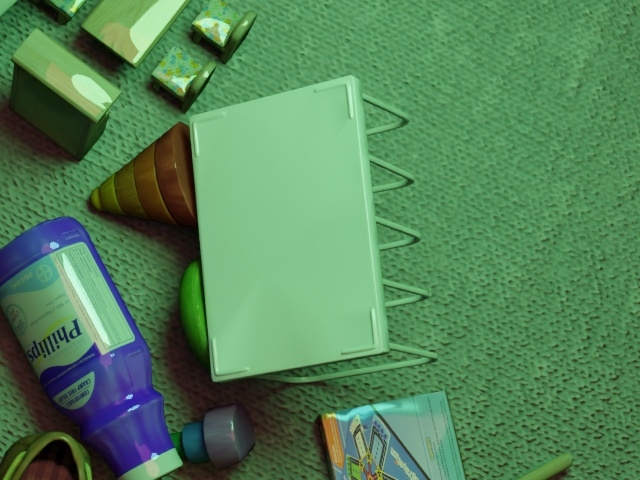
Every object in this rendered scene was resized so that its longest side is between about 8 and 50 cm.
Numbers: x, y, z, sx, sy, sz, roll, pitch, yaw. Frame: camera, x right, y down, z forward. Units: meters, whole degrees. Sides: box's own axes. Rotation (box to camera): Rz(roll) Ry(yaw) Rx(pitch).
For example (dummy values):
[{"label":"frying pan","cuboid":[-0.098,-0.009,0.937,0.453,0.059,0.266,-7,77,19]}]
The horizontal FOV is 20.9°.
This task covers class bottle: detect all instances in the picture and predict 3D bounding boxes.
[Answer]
[{"label":"bottle","cuboid":[-0.234,0.120,1.767,0.092,0.118,0.283,-20,81,-53]}]

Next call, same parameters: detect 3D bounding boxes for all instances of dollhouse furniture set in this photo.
[{"label":"dollhouse furniture set","cuboid":[-0.212,-0.223,1.828,0.212,0.161,0.242,37,73,-2]}]

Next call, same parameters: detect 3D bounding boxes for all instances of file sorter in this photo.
[{"label":"file sorter","cuboid":[0.000,0.000,1.792,0.193,0.173,0.277,-12,77,26]}]

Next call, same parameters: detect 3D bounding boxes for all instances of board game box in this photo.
[{"label":"board game box","cuboid":[0.095,0.309,1.844,0.145,0.027,0.281,-9,79,-16]}]

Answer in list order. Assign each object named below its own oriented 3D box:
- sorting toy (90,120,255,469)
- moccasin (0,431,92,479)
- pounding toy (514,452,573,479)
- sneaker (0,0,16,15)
[{"label":"sorting toy","cuboid":[-0.163,0.065,1.823,0.126,0.127,0.365,-12,82,15]},{"label":"moccasin","cuboid":[-0.294,0.372,1.681,0.139,0.147,0.380,20,74,-7]},{"label":"pounding toy","cuboid":[0.251,0.350,1.810,0.183,0.110,0.237,-16,83,-26]},{"label":"sneaker","cuboid":[-0.317,-0.325,1.770,0.256,0.094,0.151,-36,52,-4]}]
